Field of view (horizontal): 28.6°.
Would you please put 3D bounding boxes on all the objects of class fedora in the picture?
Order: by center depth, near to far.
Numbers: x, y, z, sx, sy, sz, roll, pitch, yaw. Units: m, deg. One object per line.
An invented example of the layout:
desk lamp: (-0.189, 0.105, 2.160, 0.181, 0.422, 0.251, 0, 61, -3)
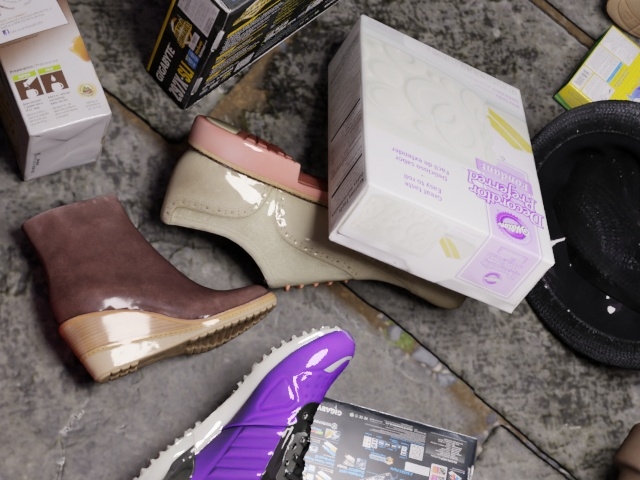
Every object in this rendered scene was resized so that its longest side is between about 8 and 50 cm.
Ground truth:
fedora: (0.393, -0.010, 1.549, 0.152, 0.334, 0.334, -7, 70, -55)

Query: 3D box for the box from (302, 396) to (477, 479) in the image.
box: (0.059, 0.284, 1.417, 0.220, 0.051, 0.175, 16, 67, -11)

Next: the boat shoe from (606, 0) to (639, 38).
boat shoe: (0.523, -0.332, 1.758, 0.285, 0.103, 0.092, 8, 64, -19)

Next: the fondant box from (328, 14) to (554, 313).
fondant box: (0.131, -0.096, 1.458, 0.238, 0.096, 0.330, 22, 39, -19)

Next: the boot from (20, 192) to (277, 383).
boot: (-0.189, 0.032, 1.410, 0.248, 0.090, 0.207, -17, 72, -29)

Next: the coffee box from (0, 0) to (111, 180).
coffee box: (-0.331, -0.212, 1.423, 0.098, 0.141, 0.247, -19, 78, -22)

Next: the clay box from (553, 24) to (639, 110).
clay box: (0.439, -0.172, 1.696, 0.222, 0.053, 0.127, 41, 65, -2)

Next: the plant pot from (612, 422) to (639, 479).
plant pot: (0.401, 0.370, 1.404, 0.263, 0.263, 0.229, 39, 81, -1)

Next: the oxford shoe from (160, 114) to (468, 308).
oxford shoe: (0.000, 0.000, 1.480, 0.397, 0.140, 0.147, 28, 96, -11)

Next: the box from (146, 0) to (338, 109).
box: (-0.044, -0.313, 1.484, 0.322, 0.257, 0.079, -40, 85, -24)

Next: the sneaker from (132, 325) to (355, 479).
sneaker: (-0.051, 0.226, 1.341, 0.293, 0.102, 0.146, -42, 70, -6)
